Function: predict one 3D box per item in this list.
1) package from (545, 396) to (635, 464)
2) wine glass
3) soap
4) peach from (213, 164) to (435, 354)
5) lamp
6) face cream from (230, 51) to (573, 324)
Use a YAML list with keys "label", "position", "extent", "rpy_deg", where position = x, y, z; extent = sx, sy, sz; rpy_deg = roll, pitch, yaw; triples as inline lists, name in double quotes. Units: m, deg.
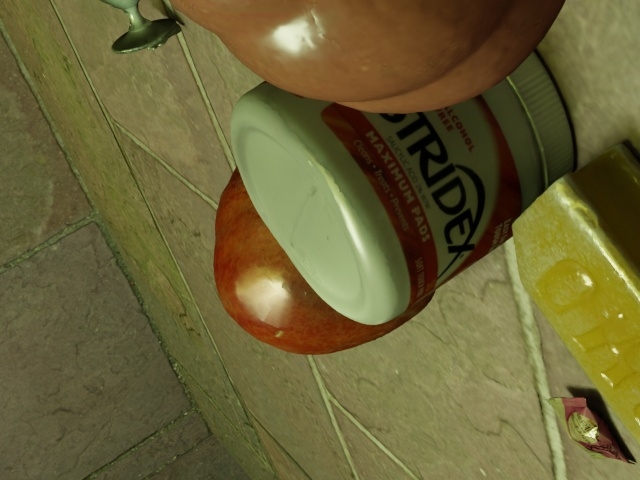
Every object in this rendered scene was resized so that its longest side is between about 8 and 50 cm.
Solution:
- label: "package"
  position: [0.249, 0.177, 0.959]
  extent: [0.083, 0.029, 0.059]
  rpy_deg: [50, 157, -11]
- label: "wine glass"
  position: [-0.269, -0.353, 1.323]
  extent: [0.103, 0.103, 0.222]
  rpy_deg: [32, 151, 54]
- label: "soap"
  position: [0.231, 0.059, 0.725]
  extent: [0.232, 0.073, 0.140]
  rpy_deg: [55, 158, 10]
- label: "peach"
  position: [0.000, 0.000, 1.005]
  extent: [0.232, 0.232, 0.257]
  rpy_deg: [59, 155, -6]
- label: "lamp"
  position: [0.022, -0.219, 0.530]
  extent: [0.305, 0.240, 0.305]
  rpy_deg: [37, -148, -29]
- label: "face cream"
  position: [0.058, -0.063, 0.790]
  extent: [0.201, 0.187, 0.201]
  rpy_deg: [50, 161, 24]
